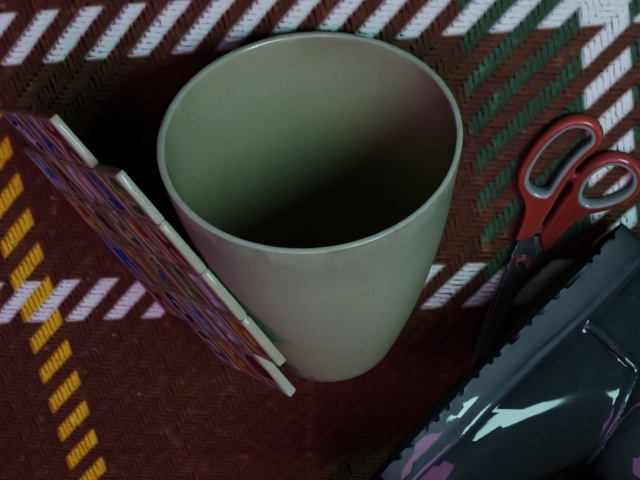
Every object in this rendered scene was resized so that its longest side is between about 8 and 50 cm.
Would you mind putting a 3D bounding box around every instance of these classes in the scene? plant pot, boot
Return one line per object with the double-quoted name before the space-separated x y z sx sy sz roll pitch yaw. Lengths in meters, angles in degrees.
"plant pot" 0.000 0.000 1.395 0.256 0.256 0.274 2 140 8
"boot" 0.307 0.264 1.401 0.367 0.146 0.445 -44 86 -1

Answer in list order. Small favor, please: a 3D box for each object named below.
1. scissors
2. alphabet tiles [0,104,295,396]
"scissors" 0.192 0.000 1.483 0.109 0.021 0.297 29 125 -14
"alphabet tiles" -0.160 0.009 1.422 0.011 0.285 0.342 -46 114 -14
